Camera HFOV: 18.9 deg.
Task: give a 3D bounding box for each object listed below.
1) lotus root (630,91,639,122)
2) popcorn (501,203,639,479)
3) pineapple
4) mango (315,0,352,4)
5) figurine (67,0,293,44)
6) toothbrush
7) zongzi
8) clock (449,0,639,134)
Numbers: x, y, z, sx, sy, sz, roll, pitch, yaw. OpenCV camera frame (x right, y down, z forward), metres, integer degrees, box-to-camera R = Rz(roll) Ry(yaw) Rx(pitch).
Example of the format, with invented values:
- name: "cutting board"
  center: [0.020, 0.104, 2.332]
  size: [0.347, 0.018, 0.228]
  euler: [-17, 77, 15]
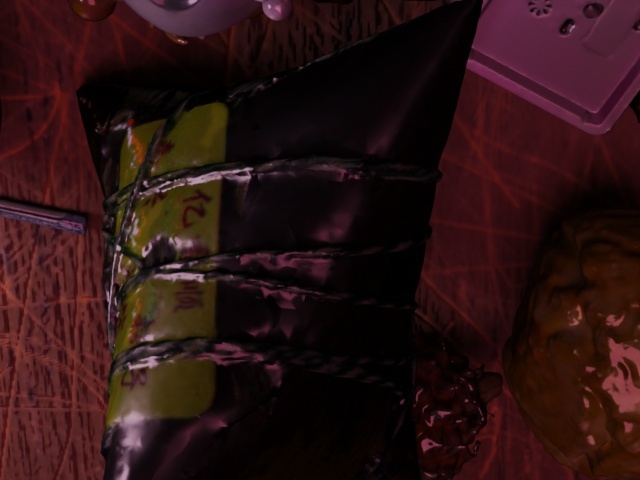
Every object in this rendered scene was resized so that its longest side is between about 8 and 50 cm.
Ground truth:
- name: "lotus root"
  center: [0.323, -0.114, 1.440]
  size: [0.191, 0.094, 0.108]
  euler: [-5, 87, 10]
- name: "popcorn"
  center: [0.236, 0.084, 1.504]
  size: [0.184, 0.204, 0.221]
  euler: [0, 136, 2]
- name: "pineapple"
  center: [0.056, 0.141, 1.569]
  size: [0.193, 0.166, 0.166]
  euler: [-17, 120, 4]
- name: "mango"
  center: [0.039, -0.260, 1.283]
  size: [0.153, 0.287, 0.201]
  euler: [-22, 85, 46]
- name: "figurine"
  center: [-0.128, -0.261, 1.346]
  size: [0.194, 0.133, 0.274]
  euler: [-29, 103, 5]
- name: "toothbrush"
  center: [-0.296, -0.032, 1.547]
  size: [0.220, 0.016, 0.019]
  euler: [11, 123, -5]
- name: "zongzi"
  center: [0.000, 0.000, 1.357]
  size: [0.362, 0.383, 0.319]
  euler: [-25, 163, 35]
- name: "clock"
  center: [0.200, -0.192, 1.408]
  size: [0.150, 0.063, 0.197]
  euler: [26, 119, -14]
